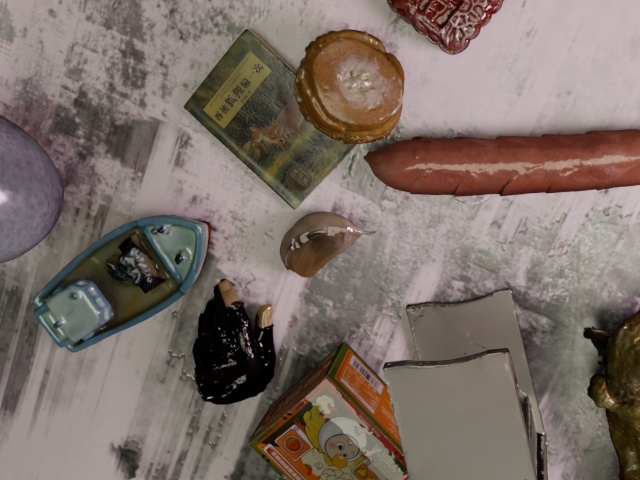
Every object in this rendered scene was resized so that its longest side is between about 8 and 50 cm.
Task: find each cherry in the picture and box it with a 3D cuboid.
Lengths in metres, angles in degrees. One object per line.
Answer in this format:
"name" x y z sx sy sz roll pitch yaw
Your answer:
"cherry" -0.515 -0.081 1.379 0.218 0.296 0.255 -49 62 19

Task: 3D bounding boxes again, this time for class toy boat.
"toy boat" -0.300 0.059 1.435 0.332 0.133 0.145 -31 96 19

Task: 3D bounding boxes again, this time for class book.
"book" -0.070 -0.176 1.368 0.228 0.024 0.160 43 113 -3

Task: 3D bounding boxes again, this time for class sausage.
"sausage" 0.271 -0.105 1.278 0.433 0.088 0.087 -1 106 15

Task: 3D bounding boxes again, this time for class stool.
"stool" 0.211 0.239 1.309 0.170 0.243 0.269 -11 104 15

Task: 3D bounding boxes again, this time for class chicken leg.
"chicken leg" 0.488 0.265 1.312 0.212 0.140 0.361 0 111 35

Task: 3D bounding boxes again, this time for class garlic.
"garlic" -0.002 -0.006 1.387 0.152 0.066 0.084 -39 122 24

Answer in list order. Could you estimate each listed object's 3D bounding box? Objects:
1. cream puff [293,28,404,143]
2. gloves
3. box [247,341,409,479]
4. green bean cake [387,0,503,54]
"cream puff" 0.039 -0.208 1.279 0.150 0.115 0.165 -22 93 -12
"gloves" -0.139 0.151 1.438 0.129 0.106 0.180 -6 109 17
"box" 0.029 0.298 1.421 0.177 0.148 0.195 -42 94 19
"green bean cake" 0.173 -0.332 1.247 0.136 0.056 0.135 38 110 0
